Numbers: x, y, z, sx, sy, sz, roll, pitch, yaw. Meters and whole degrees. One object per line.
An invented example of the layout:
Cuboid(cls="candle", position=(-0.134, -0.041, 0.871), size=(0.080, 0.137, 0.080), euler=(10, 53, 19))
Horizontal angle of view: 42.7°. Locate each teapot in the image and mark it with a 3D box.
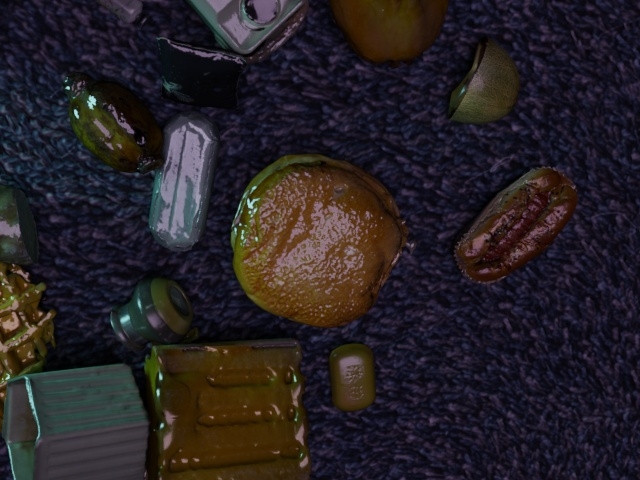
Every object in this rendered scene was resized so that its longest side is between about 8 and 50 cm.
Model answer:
Cuboid(cls="teapot", position=(-0.287, 0.141, 1.450), size=(0.119, 0.130, 0.166), euler=(-28, 136, 13))

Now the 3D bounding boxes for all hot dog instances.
Cuboid(cls="hot dog", position=(0.365, -0.026, 1.529), size=(0.268, 0.075, 0.144), euler=(-44, 104, 1))

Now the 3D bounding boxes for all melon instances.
Cuboid(cls="melon", position=(0.305, -0.273, 1.456), size=(0.128, 0.079, 0.160), euler=(21, 99, -12))

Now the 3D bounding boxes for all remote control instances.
Cuboid(cls="remote control", position=(-0.238, -0.102, 1.427), size=(0.104, 0.052, 0.247), euler=(9, 104, -7))

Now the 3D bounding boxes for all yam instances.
Cuboid(cls="yam", position=(-0.626, -0.043, 1.342), size=(0.330, 0.133, 0.133), euler=(8, 102, -5))

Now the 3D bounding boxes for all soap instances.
Cuboid(cls="soap", position=(-0.166, 0.307, 1.443), size=(0.281, 0.143, 0.259), euler=(1, 79, -23))
Cuboid(cls="soap", position=(0.062, 0.264, 1.567), size=(0.088, 0.045, 0.140), euler=(-6, 104, -4))

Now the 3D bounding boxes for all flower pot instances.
Cuboid(cls="flower pot", position=(-0.415, 0.324, 1.382), size=(0.189, 0.239, 0.209), euler=(-1, 137, -33))

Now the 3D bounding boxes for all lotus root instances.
Cuboid(cls="lotus root", position=(-0.343, -0.195, 1.355), size=(0.120, 0.120, 0.209), euler=(-41, 104, 2))

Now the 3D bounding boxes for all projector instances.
Cuboid(cls="projector", position=(-0.134, -0.406, 1.302), size=(0.163, 0.177, 0.242), euler=(-41, 107, 2))

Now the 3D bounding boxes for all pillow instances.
Cuboid(cls="pillow", position=(-0.194, -0.264, 1.321), size=(0.141, 0.208, 0.055), euler=(11, 75, -9))

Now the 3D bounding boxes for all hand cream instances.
Cuboid(cls="hand cream", position=(-0.363, -0.418, 1.333), size=(0.194, 0.042, 0.067), euler=(37, 97, -11))

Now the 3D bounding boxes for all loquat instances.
Cuboid(cls="loquat", position=(0.111, -0.390, 1.350), size=(0.187, 0.176, 0.234), euler=(-1, 131, 32))

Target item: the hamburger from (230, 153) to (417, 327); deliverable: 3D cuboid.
Cuboid(cls="hamburger", position=(0.000, 0.000, 1.427), size=(0.314, 0.170, 0.290), euler=(22, 102, -15))

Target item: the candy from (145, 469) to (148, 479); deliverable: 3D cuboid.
Cuboid(cls="candy", position=(-0.316, 0.536, 1.528), size=(0.179, 0.135, 0.321), euler=(23, 99, -15))

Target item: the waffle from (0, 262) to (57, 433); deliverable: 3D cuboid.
Cuboid(cls="waffle", position=(-0.661, 0.184, 1.412), size=(0.382, 0.095, 0.380), euler=(15, 99, -15))
